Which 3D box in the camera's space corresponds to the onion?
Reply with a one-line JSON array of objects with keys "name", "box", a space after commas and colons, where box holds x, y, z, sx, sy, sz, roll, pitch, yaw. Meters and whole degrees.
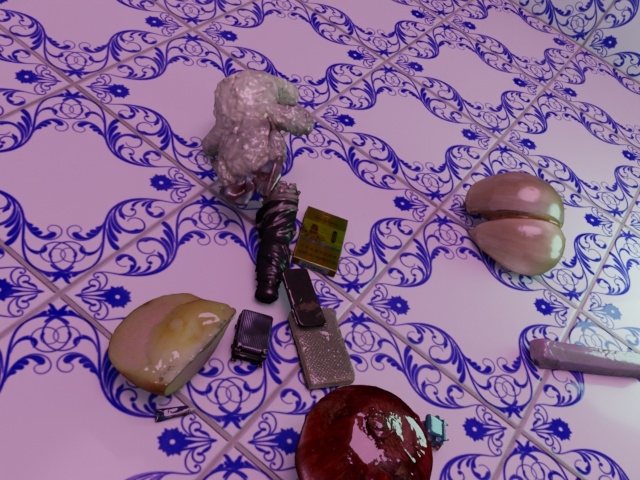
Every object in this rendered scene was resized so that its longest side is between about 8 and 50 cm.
[{"name": "onion", "box": [0.088, 0.419, 1.358, 0.276, 0.276, 0.276, 12, 48, -13]}]

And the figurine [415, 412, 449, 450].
[{"name": "figurine", "box": [0.215, 0.417, 1.533, 0.140, 0.075, 0.068, 21, 47, -8]}]

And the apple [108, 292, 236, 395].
[{"name": "apple", "box": [-0.325, 0.215, 1.452, 0.193, 0.120, 0.265, 24, 42, 16]}]

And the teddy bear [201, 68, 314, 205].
[{"name": "teddy bear", "box": [-0.165, -0.261, 1.861, 0.327, 0.375, 0.362, -17, 85, 12]}]

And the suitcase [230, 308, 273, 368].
[{"name": "suitcase", "box": [-0.154, 0.219, 1.555, 0.086, 0.059, 0.126, 17, 47, -11]}]

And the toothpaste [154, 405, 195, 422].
[{"name": "toothpaste", "box": [-0.299, 0.353, 1.409, 0.083, 0.019, 0.027, -5, 78, -25]}]

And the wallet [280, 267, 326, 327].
[{"name": "wallet", "box": [-0.042, 0.136, 1.634, 0.082, 0.018, 0.157, 1, 57, -35]}]

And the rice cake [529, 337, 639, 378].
[{"name": "rice cake", "box": [0.725, 0.321, 1.845, 0.364, 0.056, 0.073, 10, 51, -14]}]

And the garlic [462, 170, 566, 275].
[{"name": "garlic", "box": [0.585, -0.053, 2.024, 0.313, 0.286, 0.249, 21, 2, -13]}]

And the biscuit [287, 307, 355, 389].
[{"name": "biscuit", "box": [0.002, 0.249, 1.610, 0.121, 0.041, 0.199, -1, 51, -26]}]

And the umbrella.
[{"name": "umbrella", "box": [-0.119, 0.005, 1.745, 0.113, 0.106, 0.358, 8, 56, -4]}]

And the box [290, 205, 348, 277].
[{"name": "box", "box": [0.000, 0.000, 1.827, 0.121, 0.030, 0.193, 20, 46, -6]}]
